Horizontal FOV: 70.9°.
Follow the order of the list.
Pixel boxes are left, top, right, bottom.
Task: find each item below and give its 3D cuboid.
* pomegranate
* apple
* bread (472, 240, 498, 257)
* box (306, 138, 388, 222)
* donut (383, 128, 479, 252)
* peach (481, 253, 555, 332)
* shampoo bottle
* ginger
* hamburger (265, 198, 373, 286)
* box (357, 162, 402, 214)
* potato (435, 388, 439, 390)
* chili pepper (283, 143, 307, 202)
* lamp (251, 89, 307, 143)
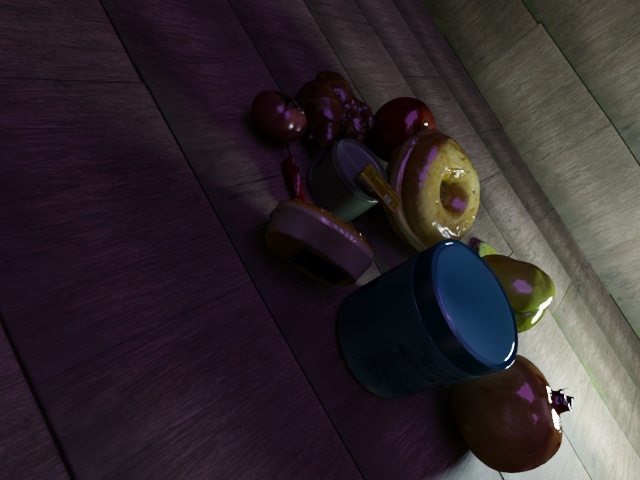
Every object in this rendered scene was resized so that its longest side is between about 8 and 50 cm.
[{"bbox_3d":[0.546,0.479,1.285,0.338,0.338,0.339,24,49,-31],"label":"pomegranate"},{"bbox_3d":[0.309,-0.408,1.720,0.260,0.216,0.261,-10,104,-42],"label":"apple"},{"bbox_3d":[0.738,0.101,1.943,0.228,0.033,0.229,23,51,-32],"label":"bread"},{"bbox_3d":[0.087,-0.191,1.427,0.226,0.149,0.226,25,48,-31],"label":"box"},{"bbox_3d":[0.388,-0.162,1.573,0.448,0.198,0.450,-4,97,-41],"label":"donut"},{"bbox_3d":[0.651,0.195,1.609,0.313,0.282,0.316,10,17,2],"label":"peach"},{"bbox_3d":[0.267,0.218,1.175,0.331,0.342,0.332,24,49,-30],"label":"shampoo bottle"},{"bbox_3d":[0.043,-0.434,1.539,0.274,0.152,0.358,41,40,-8],"label":"ginger"},{"bbox_3d":[0.000,0.000,1.164,0.295,0.227,0.152,39,66,-22],"label":"hamburger"},{"bbox_3d":[0.180,-0.156,1.358,0.156,0.022,0.089,47,42,-10],"label":"box"},{"bbox_3d":[0.359,0.406,1.370,0.037,0.036,0.093,40,43,-22],"label":"potato"},{"bbox_3d":[-0.075,-0.180,1.346,0.050,0.059,0.268,-12,71,-7],"label":"chili pepper"},{"bbox_3d":[-0.128,-0.368,1.359,0.182,0.140,0.182,31,28,-19],"label":"lamp"}]
